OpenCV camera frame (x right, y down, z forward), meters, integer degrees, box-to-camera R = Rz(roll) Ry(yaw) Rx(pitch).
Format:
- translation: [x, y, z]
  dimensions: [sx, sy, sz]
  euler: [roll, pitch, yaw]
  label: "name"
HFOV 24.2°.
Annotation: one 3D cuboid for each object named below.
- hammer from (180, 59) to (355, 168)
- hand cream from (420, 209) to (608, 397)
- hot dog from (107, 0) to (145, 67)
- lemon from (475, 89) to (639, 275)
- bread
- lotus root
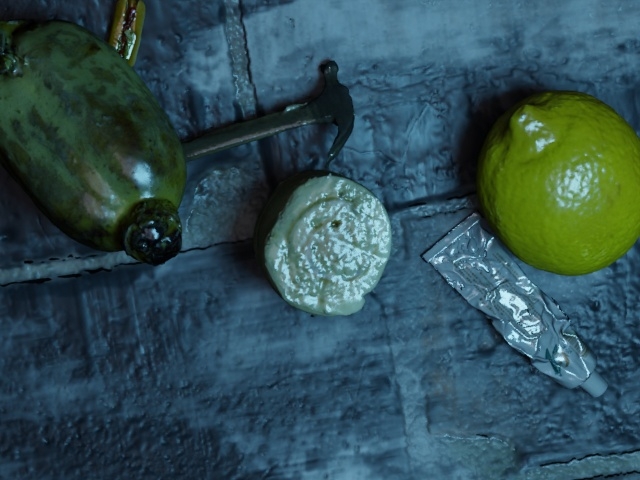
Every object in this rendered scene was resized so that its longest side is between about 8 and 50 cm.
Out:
- translation: [-0.108, -0.108, 1.616]
  dimensions: [0.297, 0.027, 0.125]
  euler: [-15, 63, 1]
  label: "hammer"
- translation: [0.230, 0.084, 1.680]
  dimensions: [0.084, 0.050, 0.257]
  euler: [-42, 96, 3]
  label: "hand cream"
- translation: [-0.212, -0.222, 1.607]
  dimensions: [0.037, 0.021, 0.083]
  euler: [10, 94, -6]
  label: "hot dog"
- translation: [0.263, -0.060, 1.599]
  dimensions: [0.187, 0.187, 0.244]
  euler: [-35, 130, -1]
  label: "lemon"
- translation: [0.000, 0.000, 1.595]
  dimensions: [0.134, 0.141, 0.148]
  euler: [15, 94, -9]
  label: "bread"
- translation: [-0.243, -0.095, 1.533]
  dimensions: [0.173, 0.173, 0.309]
  euler: [-38, 76, -1]
  label: "lotus root"
